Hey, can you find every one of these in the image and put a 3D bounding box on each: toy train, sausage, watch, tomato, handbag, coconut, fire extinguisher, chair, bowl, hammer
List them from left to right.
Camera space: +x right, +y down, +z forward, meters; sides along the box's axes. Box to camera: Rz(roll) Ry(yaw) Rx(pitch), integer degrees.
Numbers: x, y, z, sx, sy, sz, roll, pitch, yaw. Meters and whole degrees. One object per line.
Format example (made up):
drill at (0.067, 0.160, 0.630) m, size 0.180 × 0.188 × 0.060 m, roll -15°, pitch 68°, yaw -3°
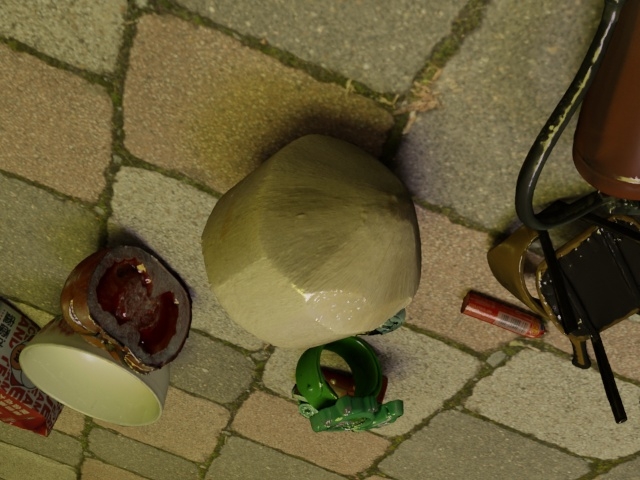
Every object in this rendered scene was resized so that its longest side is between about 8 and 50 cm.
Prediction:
handbag at (-0.630, 0.269, 1.419) m, size 0.151 × 0.171 × 0.298 m, roll -15°, pitch 134°, yaw 30°
bowl at (-0.402, 0.220, 1.283) m, size 0.277 × 0.145 × 0.277 m, roll 10°, pitch 141°, yaw 8°
tomato at (-0.331, 0.113, 1.112) m, size 0.155 × 0.180 × 0.214 m, roll -7°, pitch 131°, yaw 37°
coconut at (0.000, 0.000, 0.801) m, size 0.266 × 0.237 × 0.237 m, roll -25°, pitch 124°, yaw 40°
toy train at (0.032, 0.282, 1.252) m, size 0.176 × 0.074 × 0.118 m, roll 16°, pitch 131°, yaw 10°
watch at (0.043, 0.237, 1.140) m, size 0.165 × 0.152 × 0.131 m, roll 5°, pitch 148°, yaw -31°
sausage at (0.268, 0.111, 0.985) m, size 0.130 × 0.034 × 0.034 m, roll 20°, pitch 141°, yaw -2°
hammer at (0.365, 0.121, 0.968) m, size 0.078 × 0.021 × 0.201 m, roll -5°, pitch 136°, yaw 26°
chair at (0.312, 0.056, 0.791) m, size 0.172 × 0.247 × 0.158 m, roll -32°, pitch 117°, yaw 11°
fire extinguisher at (0.269, -0.139, 0.614) m, size 0.200 × 0.113 × 0.376 m, roll -8°, pitch 138°, yaw 2°

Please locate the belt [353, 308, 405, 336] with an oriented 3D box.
belt at (0.060, 0.105, 1.027) m, size 0.140 × 0.058 × 0.105 m, roll -9°, pitch 145°, yaw 25°
